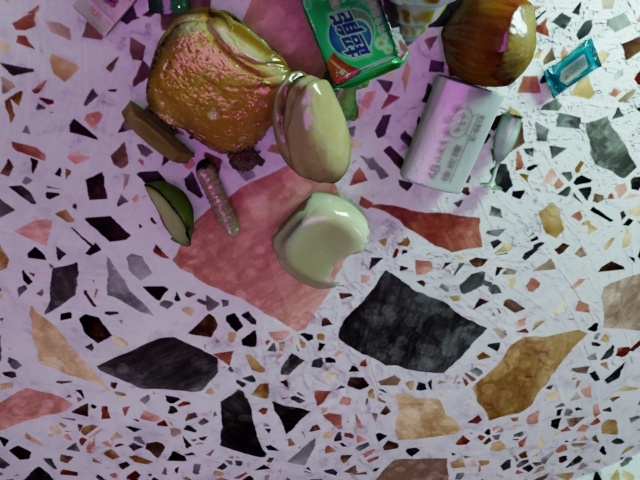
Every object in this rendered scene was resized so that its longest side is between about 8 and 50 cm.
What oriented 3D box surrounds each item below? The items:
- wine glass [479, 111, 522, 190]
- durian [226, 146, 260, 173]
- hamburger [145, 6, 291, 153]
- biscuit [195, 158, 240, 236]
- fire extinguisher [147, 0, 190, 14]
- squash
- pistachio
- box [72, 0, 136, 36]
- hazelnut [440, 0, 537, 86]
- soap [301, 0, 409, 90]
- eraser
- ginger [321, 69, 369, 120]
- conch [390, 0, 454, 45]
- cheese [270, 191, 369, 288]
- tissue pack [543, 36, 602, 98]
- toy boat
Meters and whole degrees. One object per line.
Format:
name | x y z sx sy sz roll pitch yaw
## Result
wine glass | 0.478 -0.233 1.288 0.066 0.066 0.198 7 116 -5
durian | -0.197 -0.217 1.268 0.091 0.080 0.080 -28 119 -22
hamburger | -0.234 -0.362 1.131 0.304 0.174 0.284 36 108 -18
biscuit | -0.279 -0.113 1.326 0.055 0.061 0.219 -17 117 7
fire extinguisher | -0.335 -0.641 1.034 0.118 0.093 0.295 -7 118 -16
squash | -0.374 -0.079 1.317 0.085 0.184 0.192 -37 123 -27
pistachio | -0.013 -0.241 1.113 0.182 0.162 0.293 -49 138 -21
box | -0.472 -0.557 1.108 0.166 0.024 0.090 -40 112 16
hazelnut | 0.380 -0.448 1.105 0.209 0.186 0.210 -7 133 -8
soap | 0.053 -0.483 1.084 0.217 0.098 0.274 -20 94 13
eraser | 0.329 -0.266 1.249 0.173 0.095 0.270 13 117 -12
ginger | 0.017 -0.311 1.219 0.137 0.089 0.290 24 112 -37
conch | 0.220 -0.606 1.011 0.249 0.197 0.368 33 113 18
cheese | 0.000 0.000 1.357 0.233 0.127 0.266 39 111 -20
tissue pack | 0.621 -0.427 1.212 0.138 0.028 0.085 -34 117 10
toy boat | -0.403 -0.269 1.231 0.057 0.077 0.200 -34 117 29
